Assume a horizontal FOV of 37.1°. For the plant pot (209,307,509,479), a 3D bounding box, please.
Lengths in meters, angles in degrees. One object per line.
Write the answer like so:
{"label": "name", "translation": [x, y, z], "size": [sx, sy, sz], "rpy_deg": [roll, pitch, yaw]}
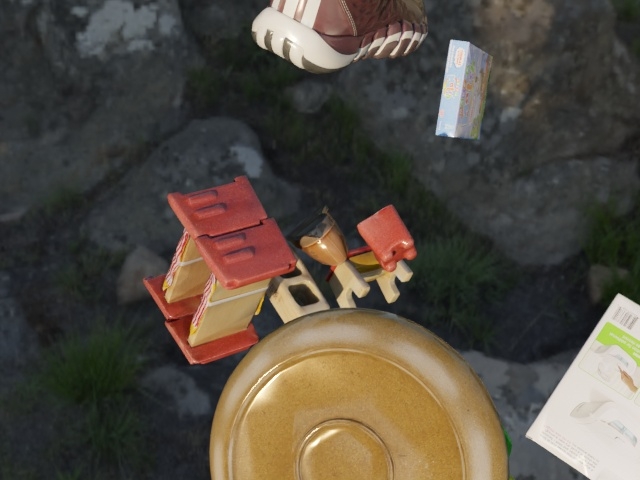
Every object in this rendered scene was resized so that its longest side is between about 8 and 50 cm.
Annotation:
{"label": "plant pot", "translation": [0.020, 0.169, 0.712], "size": [0.236, 0.236, 0.032], "rpy_deg": [18, 5, 16]}

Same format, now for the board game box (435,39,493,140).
{"label": "board game box", "translation": [0.256, -0.259, 1.682], "size": [0.039, 0.160, 0.211], "rpy_deg": [11, 8, 21]}

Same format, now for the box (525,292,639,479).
{"label": "box", "translation": [0.447, 0.234, 1.264], "size": [0.262, 0.231, 0.127], "rpy_deg": [32, 7, 16]}

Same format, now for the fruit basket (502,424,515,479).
{"label": "fruit basket", "translation": [0.235, 0.459, 1.673], "size": [0.392, 0.283, 0.392], "rpy_deg": [-15, 48, 17]}

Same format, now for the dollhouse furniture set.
{"label": "dollhouse furniture set", "translation": [-0.035, 0.016, 1.323], "size": [0.374, 0.201, 0.152], "rpy_deg": [-15, 60, -34]}

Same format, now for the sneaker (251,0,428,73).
{"label": "sneaker", "translation": [0.050, -0.249, 0.839], "size": [0.106, 0.162, 0.281], "rpy_deg": [27, 29, 12]}

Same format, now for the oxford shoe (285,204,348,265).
{"label": "oxford shoe", "translation": [0.000, 0.000, 1.374], "size": [0.076, 0.076, 0.212], "rpy_deg": [-40, 10, 4]}
